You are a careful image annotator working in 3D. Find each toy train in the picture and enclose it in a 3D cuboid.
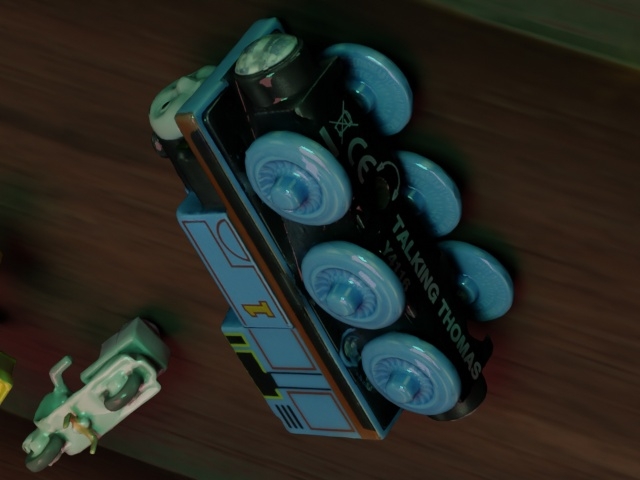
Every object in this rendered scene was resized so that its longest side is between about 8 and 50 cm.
[{"bbox_3d":[0.000,0.000,0.709,0.105,0.080,0.184,-4,129,39],"label":"toy train"}]

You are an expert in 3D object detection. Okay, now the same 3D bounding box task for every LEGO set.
[{"bbox_3d":[-0.196,-0.018,0.809,0.132,0.107,0.287,-33,109,7],"label":"LEGO set"}]
